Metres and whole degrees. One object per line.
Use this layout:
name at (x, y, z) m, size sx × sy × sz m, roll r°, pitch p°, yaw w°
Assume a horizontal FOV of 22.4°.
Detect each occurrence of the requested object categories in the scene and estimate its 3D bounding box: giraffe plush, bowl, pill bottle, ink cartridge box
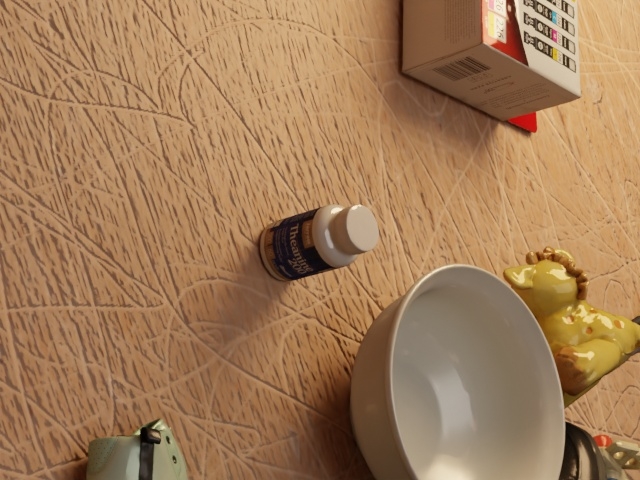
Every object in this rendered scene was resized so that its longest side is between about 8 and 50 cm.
giraffe plush at (0.282, 0.100, 1.934) m, size 0.170 × 0.210 × 0.181 m, roll 54°, pitch 8°, yaw 12°
bowl at (0.127, 0.182, 1.750) m, size 0.298 × 0.134 × 0.298 m, roll 16°, pitch 67°, yaw -43°
pill bottle at (0.000, 0.000, 1.677) m, size 0.067 × 0.120 × 0.067 m, roll 17°, pitch 65°, yaw -43°
ink cartridge box at (0.235, -0.323, 2.025) m, size 0.272 × 0.130 × 0.310 m, roll 20°, pitch 64°, yaw -44°

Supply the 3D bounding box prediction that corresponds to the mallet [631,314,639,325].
mallet at (0.449, 0.098, 2.205) m, size 0.189 × 0.062 × 0.039 m, roll -24°, pitch 95°, yaw -33°

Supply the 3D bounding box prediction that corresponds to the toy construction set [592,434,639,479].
toy construction set at (0.396, 0.394, 1.948) m, size 0.151 × 0.215 × 0.328 m, roll 71°, pitch 12°, yaw -65°

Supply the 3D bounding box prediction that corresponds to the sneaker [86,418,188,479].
sneaker at (-0.111, 0.241, 1.505) m, size 0.256 × 0.094 × 0.151 m, roll 14°, pitch 65°, yaw -46°

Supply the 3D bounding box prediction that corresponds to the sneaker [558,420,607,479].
sneaker at (0.223, 0.322, 1.821) m, size 0.140 × 0.125 × 0.341 m, roll 47°, pitch 46°, yaw -22°
